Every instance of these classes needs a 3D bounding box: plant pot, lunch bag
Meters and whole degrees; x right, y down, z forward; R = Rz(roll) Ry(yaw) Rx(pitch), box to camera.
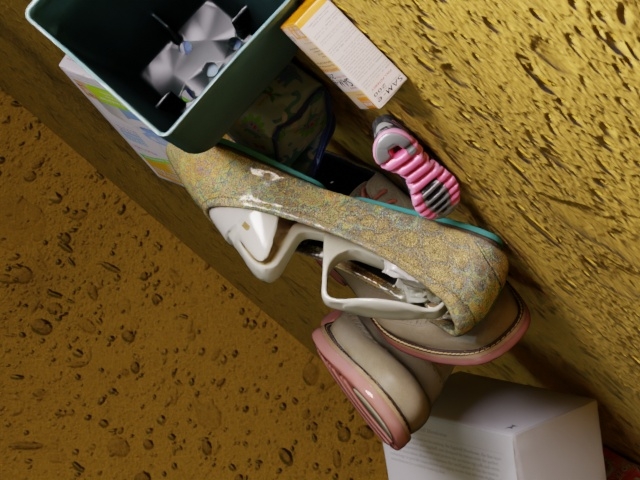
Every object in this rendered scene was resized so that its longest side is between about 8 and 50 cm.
[{"bbox_3d":[-0.119,-0.178,1.747,0.166,0.165,0.234,41,178,11],"label":"plant pot"},{"bbox_3d":[-0.057,-0.127,1.934,0.129,0.096,0.151,40,163,19],"label":"lunch bag"}]

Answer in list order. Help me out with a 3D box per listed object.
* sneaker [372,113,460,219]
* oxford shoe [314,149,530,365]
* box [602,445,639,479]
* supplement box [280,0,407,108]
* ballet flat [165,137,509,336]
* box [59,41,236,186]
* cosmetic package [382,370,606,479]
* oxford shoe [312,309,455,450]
[{"bbox_3d":[0.083,-0.069,1.774,0.119,0.047,0.057,50,-171,-36],"label":"sneaker"},{"bbox_3d":[0.069,0.012,1.980,0.348,0.123,0.130,32,161,47],"label":"oxford shoe"},{"bbox_3d":[0.310,0.315,2.382,0.122,0.128,0.257,45,172,-22],"label":"box"},{"bbox_3d":[0.018,-0.152,1.622,0.098,0.036,0.062,44,173,-11],"label":"supplement box"},{"bbox_3d":[0.000,0.000,1.856,0.349,0.123,0.123,19,168,10],"label":"ballet flat"},{"bbox_3d":[-0.152,-0.146,2.047,0.114,0.103,0.203,21,160,41],"label":"box"},{"bbox_3d":[0.196,0.280,2.202,0.224,0.138,0.224,9,113,51],"label":"cosmetic package"},{"bbox_3d":[0.085,0.107,2.108,0.140,0.146,0.397,55,-175,-11],"label":"oxford shoe"}]
